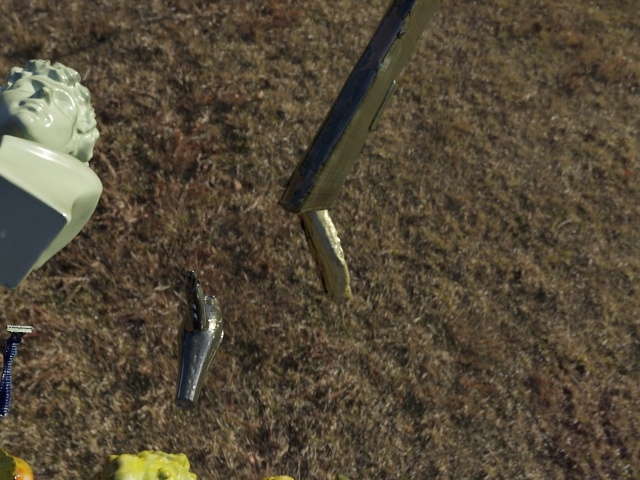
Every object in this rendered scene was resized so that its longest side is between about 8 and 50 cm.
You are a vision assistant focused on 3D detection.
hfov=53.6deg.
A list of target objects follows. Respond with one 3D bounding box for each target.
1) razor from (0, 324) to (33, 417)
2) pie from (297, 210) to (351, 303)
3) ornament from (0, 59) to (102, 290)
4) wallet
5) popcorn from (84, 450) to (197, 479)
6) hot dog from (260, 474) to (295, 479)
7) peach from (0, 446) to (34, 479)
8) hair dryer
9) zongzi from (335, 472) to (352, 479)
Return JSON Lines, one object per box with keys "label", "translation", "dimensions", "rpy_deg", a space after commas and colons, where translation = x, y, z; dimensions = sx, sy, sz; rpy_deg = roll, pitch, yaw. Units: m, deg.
{"label": "razor", "translation": [-0.517, 0.216, 1.054], "dimensions": [0.028, 0.044, 0.154], "rpy_deg": [9, 89, 43]}
{"label": "pie", "translation": [0.001, 0.000, 1.546], "dimensions": [0.077, 0.339, 0.339], "rpy_deg": [-17, 60, -1]}
{"label": "ornament", "translation": [-0.267, -0.059, 0.576], "dimensions": [0.130, 0.120, 0.285], "rpy_deg": [-38, 39, 15]}
{"label": "wallet", "translation": [0.052, -0.175, 0.773], "dimensions": [0.044, 0.169, 0.317], "rpy_deg": [31, 103, 8]}
{"label": "popcorn", "translation": [-0.465, 0.683, 1.642], "dimensions": [0.312, 0.312, 0.312], "rpy_deg": [1, 59, -2]}
{"label": "hot dog", "translation": [-0.109, 0.407, 0.910], "dimensions": [0.068, 0.289, 0.083], "rpy_deg": [-21, 73, -49]}
{"label": "peach", "translation": [-0.317, 0.252, 0.610], "dimensions": [0.098, 0.061, 0.098], "rpy_deg": [-17, 45, 18]}
{"label": "hair dryer", "translation": [-0.194, 0.125, 0.966], "dimensions": [0.075, 0.219, 0.195], "rpy_deg": [5, 47, 0]}
{"label": "zongzi", "translation": [0.109, 0.727, 1.554], "dimensions": [0.393, 0.356, 0.174], "rpy_deg": [32, 97, 30]}
